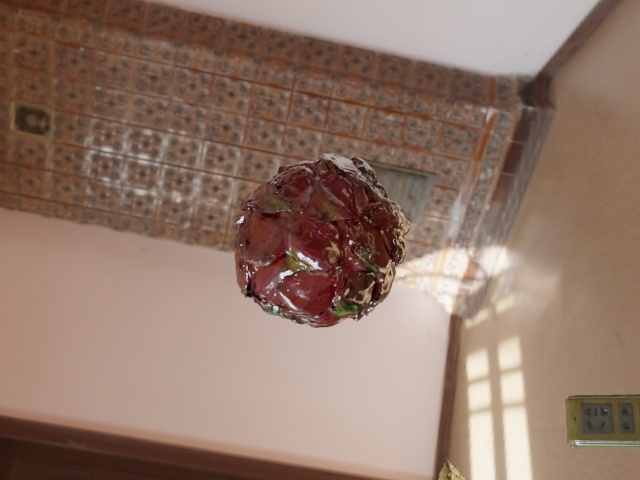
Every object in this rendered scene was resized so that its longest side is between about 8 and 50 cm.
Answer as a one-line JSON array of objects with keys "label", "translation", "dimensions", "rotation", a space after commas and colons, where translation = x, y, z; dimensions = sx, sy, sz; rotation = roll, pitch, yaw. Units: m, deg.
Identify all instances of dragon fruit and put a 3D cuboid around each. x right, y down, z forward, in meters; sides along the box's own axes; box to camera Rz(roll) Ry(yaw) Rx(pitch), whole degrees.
[{"label": "dragon fruit", "translation": [0.002, 0.002, 1.386], "dimensions": [0.329, 0.329, 0.329], "rotation": [-169, 90, -85]}]

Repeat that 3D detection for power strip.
[{"label": "power strip", "translation": [0.603, 0.297, 1.269], "dimensions": [0.066, 0.387, 0.092], "rotation": [43, -134, -58]}]

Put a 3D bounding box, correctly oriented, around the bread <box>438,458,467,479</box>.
[{"label": "bread", "translation": [0.426, 0.762, 1.810], "dimensions": [0.242, 0.345, 0.405], "rotation": [-33, 24, 53]}]
